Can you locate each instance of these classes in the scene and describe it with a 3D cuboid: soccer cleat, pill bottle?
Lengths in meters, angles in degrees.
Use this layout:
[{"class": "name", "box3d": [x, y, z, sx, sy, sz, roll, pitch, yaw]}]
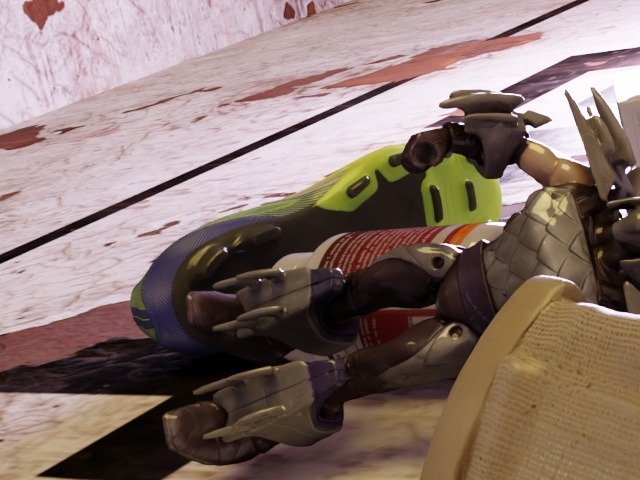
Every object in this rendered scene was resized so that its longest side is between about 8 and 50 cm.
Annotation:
[{"class": "soccer cleat", "box3d": [-0.001, -0.001, 1.147, 0.289, 0.093, 0.121, -22, 8, -34]}, {"class": "pill bottle", "box3d": [0.044, 0.035, 0.945, 0.152, 0.086, 0.086, -3, 17, 39]}]

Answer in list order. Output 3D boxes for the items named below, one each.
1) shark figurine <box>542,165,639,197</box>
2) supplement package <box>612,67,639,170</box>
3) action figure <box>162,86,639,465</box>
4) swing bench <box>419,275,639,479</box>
[{"class": "shark figurine", "box3d": [0.201, 0.024, 0.875, 0.116, 0.166, 0.278, 9, -11, -14]}, {"class": "supplement package", "box3d": [0.288, -0.069, 1.089, 0.179, 0.105, 0.105, -11, 13, 10]}, {"class": "action figure", "box3d": [0.061, 0.032, 0.813, 0.285, 0.185, 0.099, -22, -32, 29]}, {"class": "swing bench", "box3d": [0.181, 0.074, 0.450, 0.255, 0.165, 0.253, -20, 14, -24]}]
